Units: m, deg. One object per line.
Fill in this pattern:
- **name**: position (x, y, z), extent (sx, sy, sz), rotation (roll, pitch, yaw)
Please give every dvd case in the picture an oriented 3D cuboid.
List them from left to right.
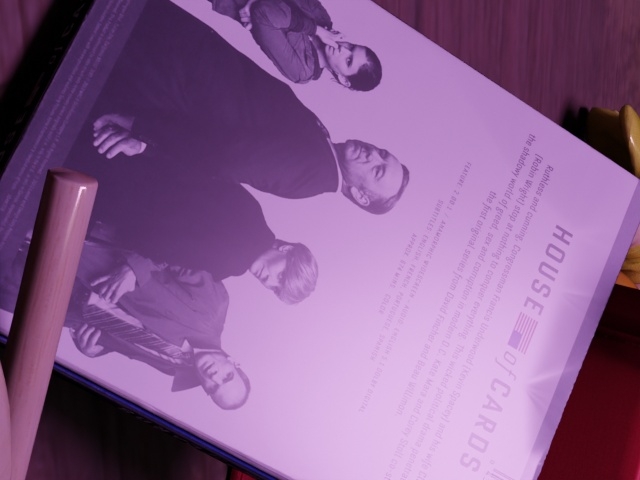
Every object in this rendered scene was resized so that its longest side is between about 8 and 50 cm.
- **dvd case**: position (0.000, 0.000, 0.599), extent (0.239, 0.029, 0.179), rotation (31, 74, -21)

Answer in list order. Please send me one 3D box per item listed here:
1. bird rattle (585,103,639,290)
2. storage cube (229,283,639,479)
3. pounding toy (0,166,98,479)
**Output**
- **bird rattle**: position (0.159, 0.050, 0.958), extent (0.207, 0.143, 0.253), rotation (-16, 130, -51)
- **storage cube**: position (0.088, 0.112, 0.770), extent (0.184, 0.193, 0.215), rotation (2, 102, -59)
- **pounding toy**: position (-0.164, 0.076, 0.444), extent (0.237, 0.110, 0.182), rotation (-40, 139, -66)
